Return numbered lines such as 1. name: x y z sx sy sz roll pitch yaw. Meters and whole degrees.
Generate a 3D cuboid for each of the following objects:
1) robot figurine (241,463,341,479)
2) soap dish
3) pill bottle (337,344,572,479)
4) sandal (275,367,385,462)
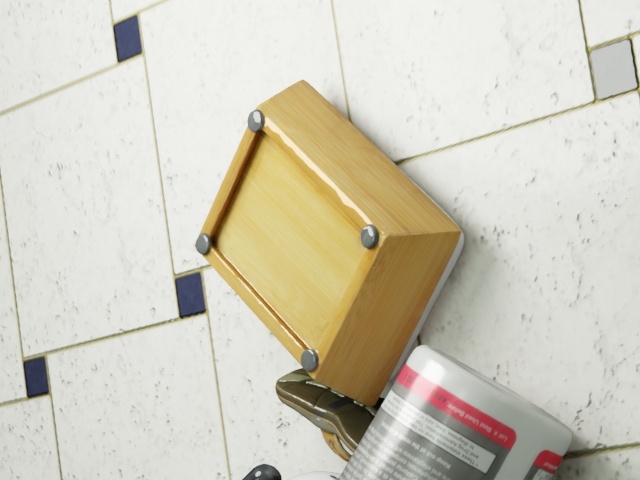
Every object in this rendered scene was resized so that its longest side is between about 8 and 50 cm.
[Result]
1. robot figurine: -0.031 0.367 2.011 0.209 0.173 0.278 34 124 -7
2. soap dish: 0.000 0.000 2.014 0.291 0.118 0.229 46 122 36
3. pill bottle: 0.091 0.275 1.817 0.176 0.176 0.318 31 91 41
4. sandal: 0.032 0.202 2.012 0.219 0.090 0.060 25 125 41
